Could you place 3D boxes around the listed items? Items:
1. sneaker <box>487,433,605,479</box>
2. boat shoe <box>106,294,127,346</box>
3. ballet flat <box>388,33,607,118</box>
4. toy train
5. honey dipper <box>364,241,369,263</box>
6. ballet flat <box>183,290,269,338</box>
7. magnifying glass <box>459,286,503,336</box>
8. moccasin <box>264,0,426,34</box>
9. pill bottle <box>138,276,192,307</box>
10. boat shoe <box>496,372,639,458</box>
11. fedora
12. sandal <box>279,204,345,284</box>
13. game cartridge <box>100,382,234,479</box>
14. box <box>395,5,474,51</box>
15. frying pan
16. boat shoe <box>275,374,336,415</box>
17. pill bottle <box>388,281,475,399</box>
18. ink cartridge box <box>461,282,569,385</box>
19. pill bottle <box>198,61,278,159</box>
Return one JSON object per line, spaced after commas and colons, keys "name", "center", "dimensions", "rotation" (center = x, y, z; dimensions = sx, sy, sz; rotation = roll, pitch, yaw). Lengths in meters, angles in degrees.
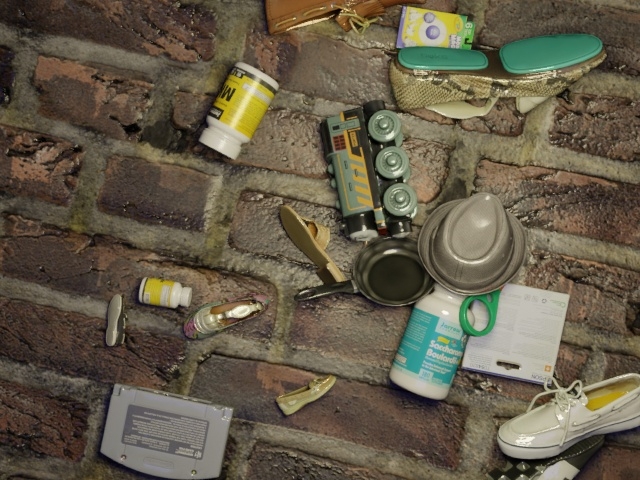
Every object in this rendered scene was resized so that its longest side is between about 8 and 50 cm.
{"name": "sneaker", "center": [0.531, 0.552, 1.852], "dimensions": [0.331, 0.122, 0.146], "rotation": [-30, 112, -6]}
{"name": "boat shoe", "center": [-0.488, 0.194, 1.907], "dimensions": [0.046, 0.038, 0.125], "rotation": [-1, 83, 43]}
{"name": "ballet flat", "center": [0.401, -0.370, 1.829], "dimensions": [0.483, 0.164, 0.182], "rotation": [-4, 133, 5]}
{"name": "toy train", "center": [0.114, -0.158, 1.835], "dimensions": [0.190, 0.142, 0.333], "rotation": [-12, 81, 7]}
{"name": "honey dipper", "center": [0.108, 0.000, 1.898], "dimensions": [0.031, 0.030, 0.160], "rotation": [-3, 94, 2]}
{"name": "ballet flat", "center": [-0.228, 0.177, 1.879], "dimensions": [0.222, 0.079, 0.076], "rotation": [-19, 90, 2]}
{"name": "magnifying glass", "center": [0.390, 0.126, 1.810], "dimensions": [0.092, 0.026, 0.231], "rotation": [48, 61, -13]}
{"name": "moccasin", "center": [0.057, -0.543, 1.841], "dimensions": [0.380, 0.139, 0.146], "rotation": [-4, 95, 4]}
{"name": "pill bottle", "center": [-0.370, 0.127, 1.890], "dimensions": [0.117, 0.065, 0.065], "rotation": [10, 90, 1]}
{"name": "boat shoe", "center": [0.575, 0.378, 1.802], "dimensions": [0.367, 0.136, 0.156], "rotation": [-13, 118, -3]}
{"name": "fedora", "center": [0.348, -0.015, 1.781], "dimensions": [0.244, 0.124, 0.275], "rotation": [27, 64, 17]}
{"name": "sandal", "center": [-0.003, 0.001, 1.889], "dimensions": [0.079, 0.088, 0.240], "rotation": [-37, 97, -30]}
{"name": "game cartridge", "center": [-0.370, 0.466, 1.897], "dimensions": [0.294, 0.060, 0.195], "rotation": [12, 87, 2]}
{"name": "box", "center": [0.275, -0.491, 1.886], "dimensions": [0.179, 0.043, 0.105], "rotation": [9, 91, 0]}
{"name": "frying pan", "center": [0.125, 0.110, 1.818], "dimensions": [0.326, 0.053, 0.197], "rotation": [-36, 57, -17]}
{"name": "boat shoe", "center": [-0.033, 0.360, 1.888], "dimensions": [0.153, 0.056, 0.048], "rotation": [-33, 94, 9]}
{"name": "pill bottle", "center": [0.267, 0.224, 1.833], "dimensions": [0.146, 0.146, 0.264], "rotation": [20, 91, 1]}
{"name": "ink cartridge box", "center": [0.459, 0.214, 1.878], "dimensions": [0.224, 0.045, 0.223], "rotation": [12, 91, 1]}
{"name": "pill bottle", "center": [-0.195, -0.302, 1.859], "dimensions": [0.119, 0.119, 0.208], "rotation": [28, 90, 1]}
